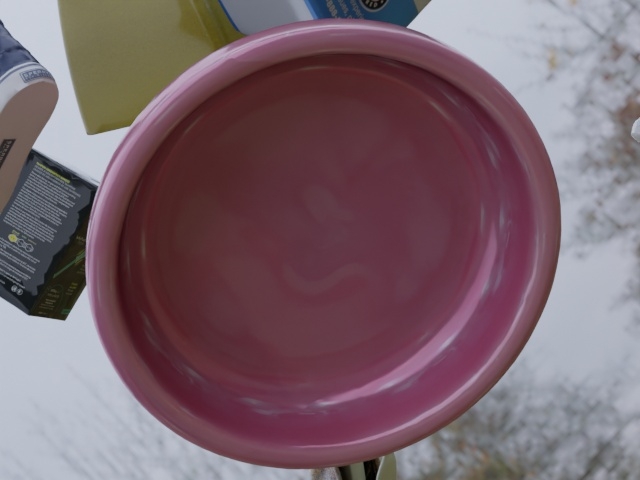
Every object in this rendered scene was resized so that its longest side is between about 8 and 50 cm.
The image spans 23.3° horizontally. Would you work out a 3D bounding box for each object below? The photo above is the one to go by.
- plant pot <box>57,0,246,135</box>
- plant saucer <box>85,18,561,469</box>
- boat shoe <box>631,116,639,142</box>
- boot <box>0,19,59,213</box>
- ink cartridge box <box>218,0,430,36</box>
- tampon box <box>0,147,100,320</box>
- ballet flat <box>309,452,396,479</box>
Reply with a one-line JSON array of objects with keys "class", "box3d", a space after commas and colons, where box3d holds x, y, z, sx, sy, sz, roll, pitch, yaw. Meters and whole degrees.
[{"class": "plant pot", "box3d": [-0.135, -0.245, 1.509, 0.212, 0.187, 0.212, -9, 24, 36]}, {"class": "plant saucer", "box3d": [0.000, 0.000, 1.090, 0.332, 0.332, 0.084, -50, 25, 10]}, {"class": "boat shoe", "box3d": [0.341, -0.093, 1.244, 0.066, 0.184, 0.063, 26, -104, -50]}, {"class": "boot", "box3d": [-0.268, -0.076, 1.164, 0.069, 0.086, 0.190, 1, -47, -55]}, {"class": "ink cartridge box", "box3d": [0.052, -0.378, 1.288, 0.395, 0.166, 0.285, -48, -43, -16]}, {"class": "tampon box", "box3d": [-0.304, -0.006, 1.738, 0.161, 0.101, 0.120, -59, -13, 0]}, {"class": "ballet flat", "box3d": [0.033, 0.199, 1.747, 0.107, 0.106, 0.316, -27, -69, -46]}]
